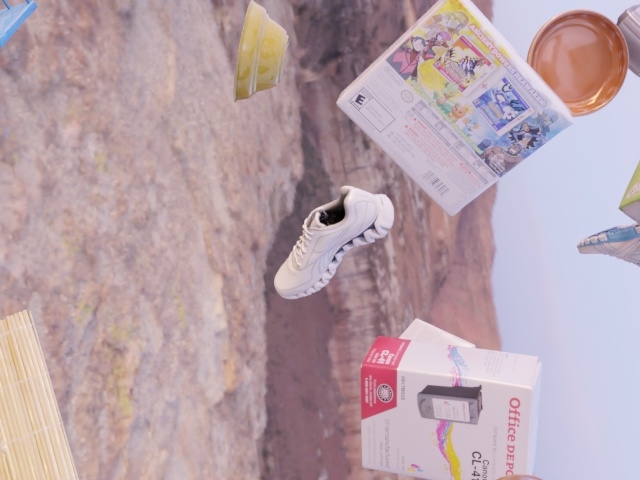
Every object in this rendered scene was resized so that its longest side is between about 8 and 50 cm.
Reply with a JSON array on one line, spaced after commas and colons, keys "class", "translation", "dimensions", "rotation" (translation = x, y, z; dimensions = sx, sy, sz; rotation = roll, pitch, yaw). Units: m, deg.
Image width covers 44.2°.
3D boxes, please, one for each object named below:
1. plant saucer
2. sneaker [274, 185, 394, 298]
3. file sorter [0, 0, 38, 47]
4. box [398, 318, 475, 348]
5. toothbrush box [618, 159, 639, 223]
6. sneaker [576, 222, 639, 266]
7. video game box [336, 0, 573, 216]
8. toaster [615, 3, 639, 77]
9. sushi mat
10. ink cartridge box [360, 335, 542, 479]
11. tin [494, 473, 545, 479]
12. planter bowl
[{"class": "plant saucer", "translation": [0.486, -0.337, 1.504], "dimensions": [0.037, 0.199, 0.200], "rotation": [-116, -167, -77]}, {"class": "sneaker", "translation": [0.000, 0.000, 1.487], "dimensions": [0.118, 0.292, 0.110], "rotation": [22, 34, -41]}, {"class": "file sorter", "translation": [-0.535, -0.340, 1.158], "dimensions": [0.118, 0.170, 0.105], "rotation": [-74, 148, -42]}, {"class": "box", "translation": [0.280, 0.287, 1.883], "dimensions": [0.091, 0.170, 0.130], "rotation": [-43, 138, -29]}, {"class": "toothbrush box", "translation": [0.537, -0.109, 0.987], "dimensions": [0.283, 0.206, 0.122], "rotation": [-58, -175, -21]}, {"class": "sneaker", "translation": [0.524, 0.015, 1.344], "dimensions": [0.190, 0.071, 0.083], "rotation": [-18, -86, 57]}, {"class": "video game box", "translation": [0.155, -0.156, 0.919], "dimensions": [0.205, 0.187, 0.048], "rotation": [43, 31, -15]}, {"class": "toaster", "translation": [0.777, -0.481, 1.870], "dimensions": [0.146, 0.227, 0.129], "rotation": [50, -35, 14]}, {"class": "sushi mat", "translation": [-0.374, 0.251, 0.945], "dimensions": [0.317, 0.151, 0.019], "rotation": [65, 6, 22]}, {"class": "ink cartridge box", "translation": [0.233, 0.313, 1.428], "dimensions": [0.131, 0.306, 0.226], "rotation": [-39, 131, -62]}, {"class": "tin", "translation": [0.176, 0.319, 0.760], "dimensions": [0.190, 0.106, 0.040], "rotation": [-63, 166, 3]}, {"class": "planter bowl", "translation": [-0.118, -0.387, 1.649], "dimensions": [0.217, 0.090, 0.217], "rotation": [-169, -90, -88]}]
